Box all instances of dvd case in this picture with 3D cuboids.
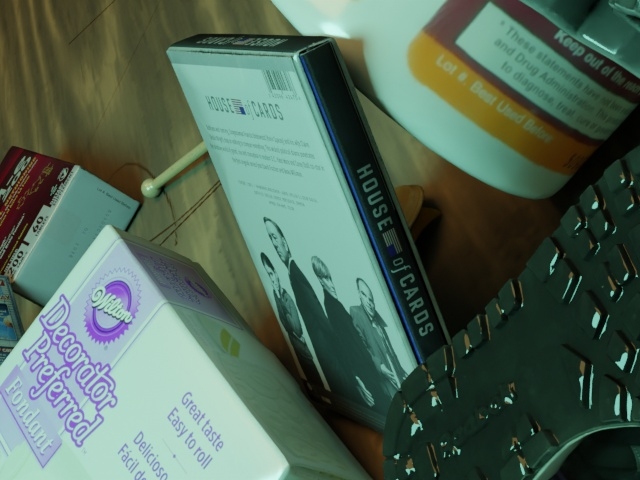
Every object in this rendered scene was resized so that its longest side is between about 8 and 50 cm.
[{"bbox_3d":[0.000,0.000,0.837,0.030,0.238,0.179,-28,19,-20],"label":"dvd case"}]

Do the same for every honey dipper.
[{"bbox_3d":[-0.108,-0.072,1.305,0.161,0.030,0.030,-34,34,45],"label":"honey dipper"}]

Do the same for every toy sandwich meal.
[{"bbox_3d":[0.043,0.002,0.969,0.085,0.029,0.085,-45,18,19],"label":"toy sandwich meal"}]

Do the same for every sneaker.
[{"bbox_3d":[0.145,0.044,0.606,0.283,0.124,0.107,-43,49,49],"label":"sneaker"}]

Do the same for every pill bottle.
[{"bbox_3d":[0.164,-0.233,0.799,0.392,0.224,0.224,-49,28,16],"label":"pill bottle"}]

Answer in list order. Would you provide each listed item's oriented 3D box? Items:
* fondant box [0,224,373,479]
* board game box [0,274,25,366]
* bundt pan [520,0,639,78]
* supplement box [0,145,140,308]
[{"bbox_3d":[-0.146,0.191,0.929,0.330,0.096,0.238,-51,48,10],"label":"fondant box"},{"bbox_3d":[-0.299,0.135,1.300,0.194,0.060,0.194,-49,44,43],"label":"board game box"},{"bbox_3d":[0.161,-0.125,0.561,0.124,0.331,0.331,-59,26,5],"label":"bundt pan"},{"bbox_3d":[-0.269,-0.012,1.459,0.130,0.073,0.239,-61,26,-6],"label":"supplement box"}]
